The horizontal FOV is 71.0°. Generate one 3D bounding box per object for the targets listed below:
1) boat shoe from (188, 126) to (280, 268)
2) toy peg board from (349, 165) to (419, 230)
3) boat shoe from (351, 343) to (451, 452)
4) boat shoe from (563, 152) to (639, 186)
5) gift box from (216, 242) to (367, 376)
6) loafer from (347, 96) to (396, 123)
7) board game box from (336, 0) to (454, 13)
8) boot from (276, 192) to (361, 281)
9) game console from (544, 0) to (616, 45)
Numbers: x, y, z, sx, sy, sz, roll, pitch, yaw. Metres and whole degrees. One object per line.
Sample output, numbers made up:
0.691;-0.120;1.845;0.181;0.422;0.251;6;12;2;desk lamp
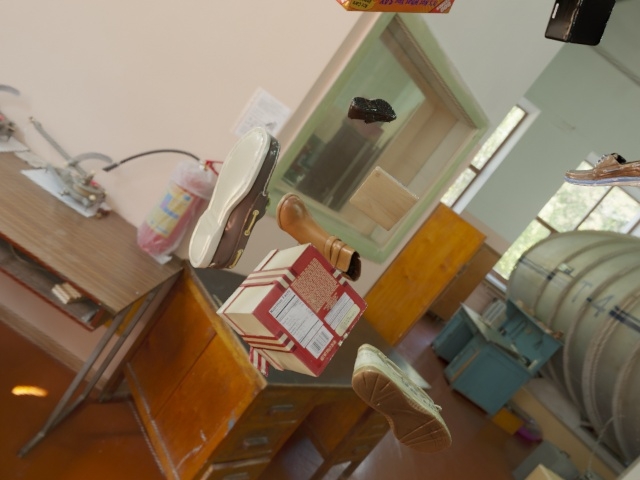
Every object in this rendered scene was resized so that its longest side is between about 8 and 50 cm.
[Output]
-0.161;-0.075;0.916;0.097;0.324;0.116;14;26;-40;boat shoe
0.207;-0.144;1.421;0.161;0.160;0.079;37;42;-2;toy peg board
0.170;0.321;0.902;0.285;0.105;0.089;52;24;-21;boat shoe
0.612;-0.149;0.939;0.183;0.066;0.066;6;19;41;boat shoe
-0.072;0.189;1.106;0.276;0.255;0.258;53;-29;-15;gift box
0.179;-0.456;1.598;0.220;0.078;0.080;1;61;-37;loafer
0.165;-0.816;1.090;0.356;0.356;0.356;-16;57;-31;board game box
0.000;0.000;1.267;0.220;0.109;0.283;29;-28;37;boot
0.600;-0.525;1.040;0.071;0.122;0.107;-7;34;-22;game console
